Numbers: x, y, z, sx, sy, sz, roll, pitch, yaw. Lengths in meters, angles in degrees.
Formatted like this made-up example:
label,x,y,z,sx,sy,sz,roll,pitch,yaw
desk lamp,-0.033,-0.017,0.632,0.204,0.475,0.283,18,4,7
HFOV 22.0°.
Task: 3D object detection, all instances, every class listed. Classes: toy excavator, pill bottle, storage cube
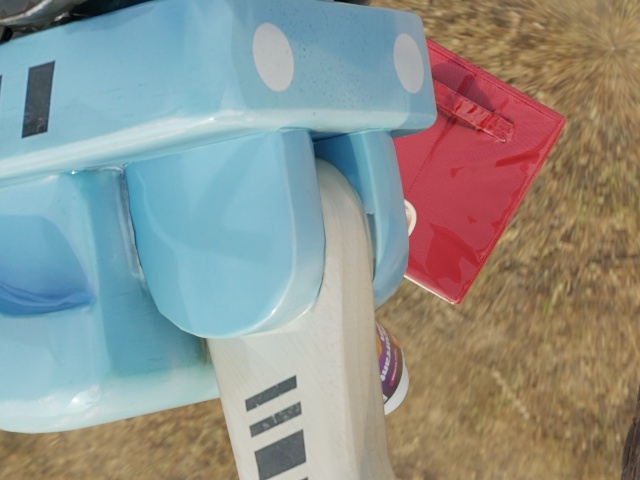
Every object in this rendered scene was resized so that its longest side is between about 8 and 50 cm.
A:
label,x,y,z,sx,sy,sz,roll,pitch,yaw
toy excavator,-0.035,0.025,0.700,0.433,0.222,0.445,-9,90,32
pill bottle,0.025,0.124,1.705,0.108,0.193,0.108,-7,69,19
storage cube,0.088,-0.074,1.514,0.183,0.215,0.193,29,94,-3

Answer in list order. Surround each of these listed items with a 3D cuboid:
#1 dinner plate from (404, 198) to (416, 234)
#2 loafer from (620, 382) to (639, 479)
label,x,y,z,sx,sy,sz,roll,pitch,yaw
dinner plate,0.000,0.000,1.173,0.141,0.141,0.017,-27,63,12
loafer,0.244,0.158,1.067,0.109,0.302,0.095,13,141,1
